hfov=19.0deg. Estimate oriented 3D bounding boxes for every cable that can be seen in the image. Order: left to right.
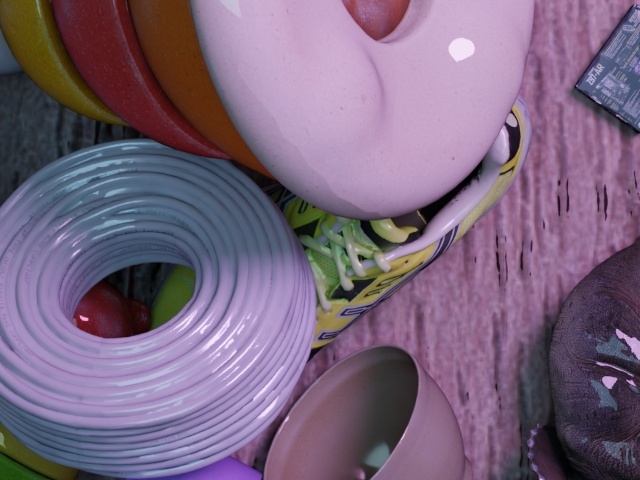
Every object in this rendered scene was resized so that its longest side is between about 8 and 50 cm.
[{"bbox_3d":[-0.131,0.045,1.387,0.257,0.089,0.257,19,59,21],"label":"cable"}]

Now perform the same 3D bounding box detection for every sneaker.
[{"bbox_3d":[0.000,0.000,1.492,0.385,0.147,0.145,-43,92,5],"label":"sneaker"}]

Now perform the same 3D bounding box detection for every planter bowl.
[{"bbox_3d":[0.050,0.178,1.504,0.162,0.162,0.109,-47,117,2],"label":"planter bowl"}]

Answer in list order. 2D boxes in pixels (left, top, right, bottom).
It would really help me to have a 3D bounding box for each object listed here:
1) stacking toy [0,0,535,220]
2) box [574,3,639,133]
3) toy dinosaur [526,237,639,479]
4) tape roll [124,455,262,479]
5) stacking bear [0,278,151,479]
[{"bbox_3d":[-0.114,-0.189,1.405,0.480,0.351,0.350,0,92,40],"label":"stacking toy"},{"bbox_3d":[0.255,-0.138,1.545,0.067,0.018,0.083,35,92,0],"label":"box"},{"bbox_3d":[0.239,0.106,1.505,0.160,0.121,0.313,7,96,-12],"label":"toy dinosaur"},{"bbox_3d":[-0.147,0.275,1.440,0.090,0.275,0.274,28,92,0],"label":"tape roll"},{"bbox_3d":[-0.250,0.148,1.504,0.175,0.164,0.289,32,88,0],"label":"stacking bear"}]
